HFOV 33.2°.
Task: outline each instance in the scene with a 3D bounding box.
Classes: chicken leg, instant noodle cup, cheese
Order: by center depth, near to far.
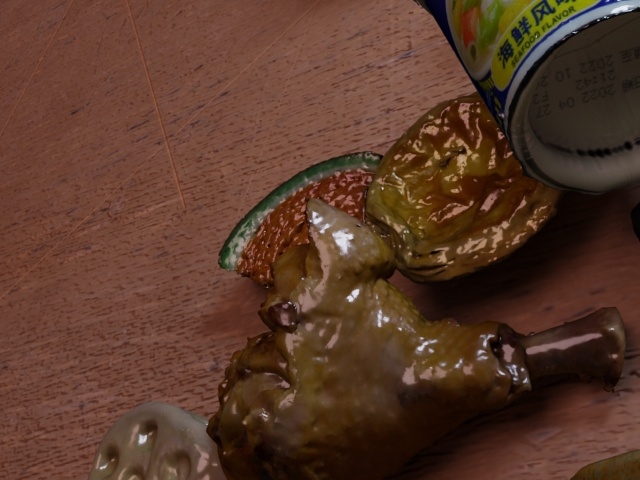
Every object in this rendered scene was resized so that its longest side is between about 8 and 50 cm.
[{"bbox_3d":[0.225,-0.216,0.982,0.284,0.284,0.312,-32,42,21],"label":"instant noodle cup"},{"bbox_3d":[0.069,0.091,1.000,0.409,0.182,0.295,-13,87,19],"label":"chicken leg"},{"bbox_3d":[-0.160,0.284,1.144,0.218,0.117,0.235,-47,42,7],"label":"cheese"}]

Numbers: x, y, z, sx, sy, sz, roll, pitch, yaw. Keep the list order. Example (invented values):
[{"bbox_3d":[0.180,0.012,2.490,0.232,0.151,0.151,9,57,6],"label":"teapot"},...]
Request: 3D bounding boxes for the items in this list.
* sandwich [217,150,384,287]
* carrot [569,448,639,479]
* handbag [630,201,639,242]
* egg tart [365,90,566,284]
[{"bbox_3d":[0.004,-0.008,1.248,0.235,0.079,0.159,-47,51,11],"label":"sandwich"},{"bbox_3d":[0.302,0.183,0.843,0.298,0.078,0.078,-16,52,39],"label":"carrot"},{"bbox_3d":[0.390,-0.041,0.861,0.275,0.088,0.244,-59,31,28],"label":"handbag"},{"bbox_3d":[0.156,-0.048,1.110,0.241,0.106,0.241,-22,46,25],"label":"egg tart"}]
